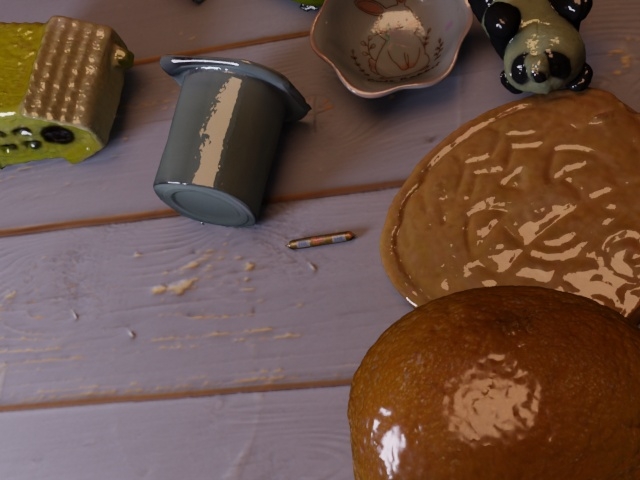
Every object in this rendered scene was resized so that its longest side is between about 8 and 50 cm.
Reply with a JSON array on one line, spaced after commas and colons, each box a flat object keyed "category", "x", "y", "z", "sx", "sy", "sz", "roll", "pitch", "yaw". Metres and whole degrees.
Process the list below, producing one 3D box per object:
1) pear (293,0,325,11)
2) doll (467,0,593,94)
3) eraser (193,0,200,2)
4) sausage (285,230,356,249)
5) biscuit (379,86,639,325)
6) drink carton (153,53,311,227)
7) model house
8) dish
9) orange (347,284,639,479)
[{"category": "pear", "x": -0.031, "y": -0.524, "z": 1.809, "sx": 0.238, "sy": 0.318, "sz": 0.342, "roll": -39, "pitch": 55, "yaw": -9}, {"category": "doll", "x": 0.279, "y": -0.293, "z": 1.647, "sx": 0.143, "sy": 0.135, "sz": 0.234, "roll": -16, "pitch": 47, "yaw": -2}, {"category": "eraser", "x": -0.314, "y": -0.523, "z": 2.032, "sx": 0.404, "sy": 0.098, "sz": 0.096, "roll": 36, "pitch": 79, "yaw": 32}, {"category": "sausage", "x": 0.000, "y": 0.000, "z": 1.679, "sx": 0.100, "sy": 0.015, "sz": 0.015, "roll": -9, "pitch": 60, "yaw": 16}, {"category": "biscuit", "x": 0.276, "y": -0.024, "z": 1.564, "sx": 0.385, "sy": 0.062, "sz": 0.365, "roll": -39, "pitch": 57, "yaw": -4}, {"category": "drink carton", "x": -0.134, "y": -0.135, "z": 1.707, "sx": 0.191, "sy": 0.185, "sz": 0.189, "roll": 8, "pitch": 68, "yaw": 21}, {"category": "model house", "x": -0.404, "y": -0.228, "z": 1.858, "sx": 0.234, "sy": 0.175, "sz": 0.193, "roll": -3, "pitch": 61, "yaw": 22}, {"category": "dish", "x": 0.102, "y": -0.286, "z": 1.749, "sx": 0.229, "sy": 0.081, "sz": 0.229, "roll": -3, "pitch": 70, "yaw": 8}, {"category": "orange", "x": 0.210, "y": 0.208, "z": 1.319, "sx": 0.357, "sy": 0.322, "sz": 0.322, "roll": -6, "pitch": 60, "yaw": 4}]
